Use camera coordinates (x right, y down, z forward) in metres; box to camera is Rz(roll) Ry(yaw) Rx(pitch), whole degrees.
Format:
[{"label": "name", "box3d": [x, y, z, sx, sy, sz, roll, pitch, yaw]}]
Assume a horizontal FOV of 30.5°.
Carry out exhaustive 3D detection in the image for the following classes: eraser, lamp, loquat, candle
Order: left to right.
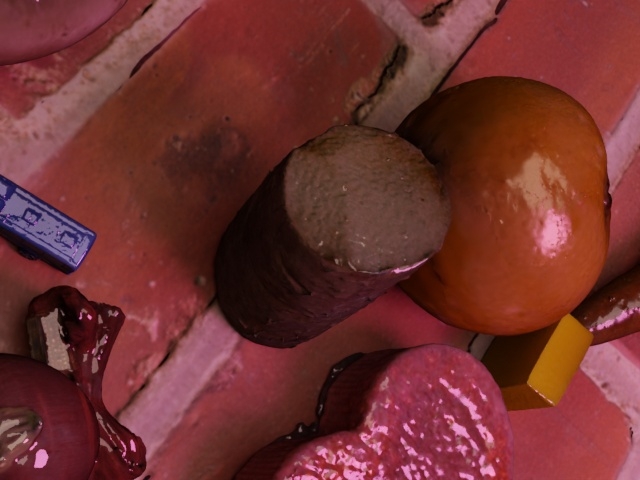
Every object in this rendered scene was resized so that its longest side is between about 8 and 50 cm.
[{"label": "lamp", "box3d": [-0.259, 0.151, 0.988, 0.223, 0.151, 0.215, -3, 84, -72]}, {"label": "candle", "box3d": [0.076, 0.270, 1.140, 0.317, 0.131, 0.287, -36, 99, -29]}, {"label": "loquat", "box3d": [0.181, -0.035, 1.191, 0.263, 0.263, 0.263, 7, 75, -27]}, {"label": "eraser", "box3d": [0.219, 0.133, 1.249, 0.045, 0.122, 0.097, 41, 62, -13]}]

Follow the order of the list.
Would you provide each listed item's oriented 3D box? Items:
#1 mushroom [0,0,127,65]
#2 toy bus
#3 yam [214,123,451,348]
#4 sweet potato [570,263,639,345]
[{"label": "mushroom", "box3d": [-0.294, -0.332, 0.980, 0.362, 0.294, 0.362, 6, 76, -25]}, {"label": "toy bus", "box3d": [-0.276, -0.026, 1.056, 0.153, 0.061, 0.051, 34, 70, -19]}, {"label": "yam", "box3d": [0.000, 0.000, 1.093, 0.161, 0.268, 0.161, 7, 69, -18]}, {"label": "sweet potato", "box3d": [0.403, 0.025, 1.399, 0.108, 0.079, 0.346, 39, 59, -1]}]
